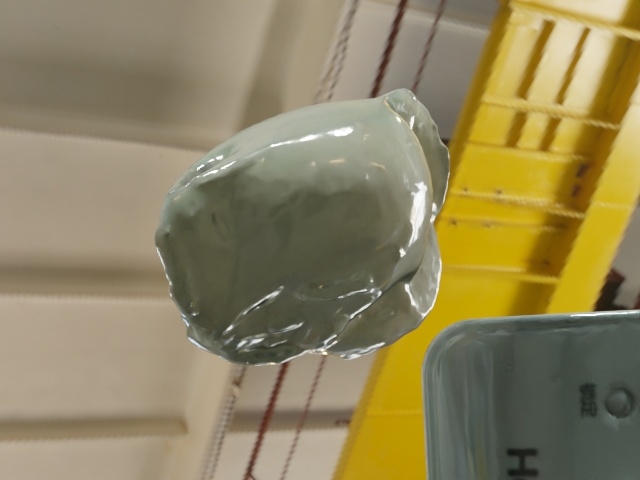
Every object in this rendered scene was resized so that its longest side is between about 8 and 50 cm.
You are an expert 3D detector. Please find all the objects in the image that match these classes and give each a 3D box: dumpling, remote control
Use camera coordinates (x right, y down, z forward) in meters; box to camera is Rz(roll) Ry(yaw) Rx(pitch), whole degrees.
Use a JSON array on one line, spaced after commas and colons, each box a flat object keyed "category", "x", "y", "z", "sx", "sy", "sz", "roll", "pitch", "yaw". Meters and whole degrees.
[{"category": "dumpling", "x": 0.000, "y": 0.000, "z": 0.648, "sx": 0.229, "sy": 0.124, "sz": 0.151, "roll": -21, "pitch": -71, "yaw": -39}, {"category": "remote control", "x": 0.176, "y": 0.067, "z": 0.315, "sx": 0.051, "sy": 0.293, "sz": 0.103, "roll": 30, "pitch": -123, "yaw": -77}]
